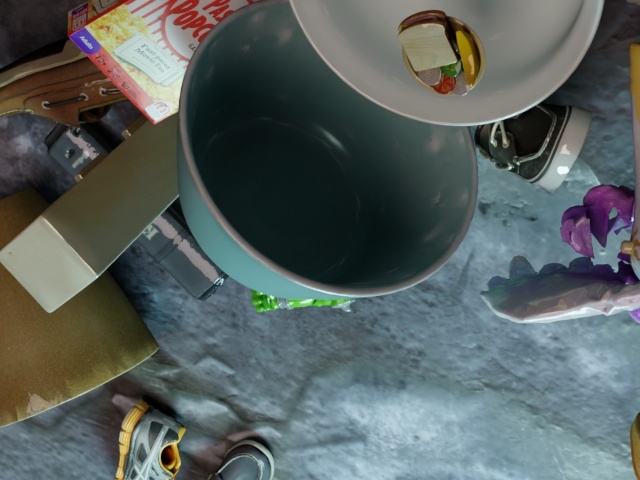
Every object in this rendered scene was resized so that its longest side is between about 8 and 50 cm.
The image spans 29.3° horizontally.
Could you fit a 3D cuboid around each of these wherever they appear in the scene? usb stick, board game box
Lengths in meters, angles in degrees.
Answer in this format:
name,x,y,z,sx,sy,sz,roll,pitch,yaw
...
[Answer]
name,x,y,z,sx,sy,sz,roll,pitch,yaw
usb stick,-0.220,-0.040,1.490,0.278,0.045,0.077,46,132,-7
board game box,-0.134,-0.218,1.241,0.193,0.045,0.147,-27,135,18

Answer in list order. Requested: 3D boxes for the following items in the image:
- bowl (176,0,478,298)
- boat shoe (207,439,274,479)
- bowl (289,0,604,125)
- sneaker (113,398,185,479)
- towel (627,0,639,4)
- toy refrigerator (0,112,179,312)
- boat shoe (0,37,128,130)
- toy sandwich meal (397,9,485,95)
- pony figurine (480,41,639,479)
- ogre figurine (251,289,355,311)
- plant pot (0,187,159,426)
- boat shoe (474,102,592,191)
name,x,y,z,sx,sy,sz,roll,pitch,yaw
bowl,-0.016,-0.066,1.210,0.311,0.311,0.163,42,147,-4
boat shoe,-0.127,0.353,1.703,0.075,0.065,0.206,37,132,1
bowl,0.121,-0.263,1.089,0.297,0.134,0.298,14,128,19
sneaker,-0.241,0.325,1.737,0.083,0.084,0.215,17,128,11
towel,0.317,-0.233,0.953,0.187,0.282,0.049,17,85,18
toy refrigerator,-0.227,-0.048,1.338,0.094,0.269,0.102,49,131,-9
boat shoe,-0.287,-0.173,1.389,0.307,0.111,0.104,-15,113,35
toy sandwich meal,0.103,-0.160,1.063,0.085,0.029,0.086,15,129,19
pony figurine,0.305,0.018,1.073,0.302,0.351,0.364,5,106,4
ogre figurine,0.000,0.000,1.359,0.118,0.097,0.197,20,85,8
plant pot,-0.362,0.071,1.551,0.237,0.237,0.254,-19,96,37
boat shoe,0.188,-0.092,1.132,0.070,0.219,0.078,23,89,-5
